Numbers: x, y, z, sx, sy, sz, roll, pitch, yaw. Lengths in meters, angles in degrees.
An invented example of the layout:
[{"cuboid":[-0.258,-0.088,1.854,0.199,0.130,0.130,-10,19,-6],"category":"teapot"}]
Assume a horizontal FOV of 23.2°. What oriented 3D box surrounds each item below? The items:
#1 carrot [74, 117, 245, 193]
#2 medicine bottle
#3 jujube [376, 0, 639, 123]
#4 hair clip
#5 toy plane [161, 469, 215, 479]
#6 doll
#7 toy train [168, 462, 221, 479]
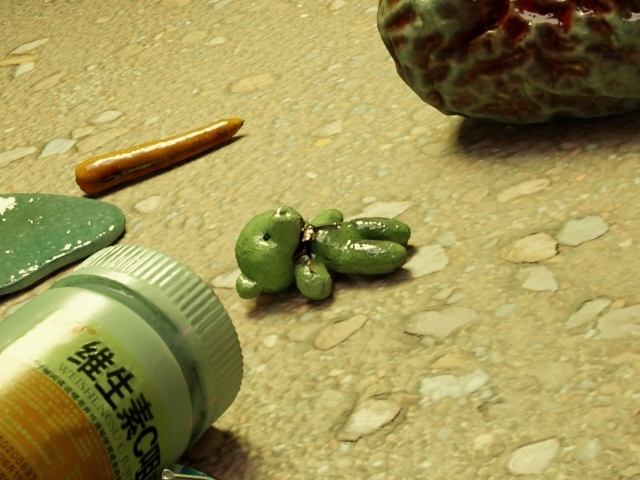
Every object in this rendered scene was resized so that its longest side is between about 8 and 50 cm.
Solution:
[{"cuboid":[-0.168,-0.091,1.644,0.190,0.037,0.037,-18,26,-4],"category":"carrot"},{"cuboid":[-0.199,0.140,1.043,0.158,0.158,0.318,0,26,35],"category":"medicine bottle"},{"cuboid":[0.214,-0.222,1.420,0.317,0.226,0.226,-5,29,32],"category":"jujube"},{"cuboid":[-0.451,-0.042,1.519,0.392,0.238,0.318,6,38,41],"category":"hair clip"},{"cuboid":[-0.046,0.211,0.871,0.234,0.160,0.082,7,6,4],"category":"toy plane"},{"cuboid":[0.000,0.000,1.311,0.150,0.077,0.115,-3,40,9],"category":"doll"},{"cuboid":[-0.039,0.188,0.996,0.047,0.043,0.207,-36,30,-30],"category":"toy train"}]
